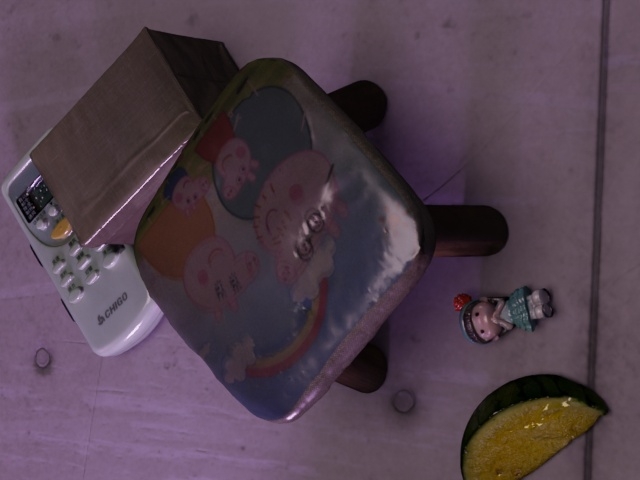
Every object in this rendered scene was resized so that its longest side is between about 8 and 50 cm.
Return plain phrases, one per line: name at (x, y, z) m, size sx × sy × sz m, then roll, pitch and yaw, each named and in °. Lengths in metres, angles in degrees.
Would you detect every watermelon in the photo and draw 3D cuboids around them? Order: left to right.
watermelon at (0.208, 0.193, 1.702) m, size 0.092 × 0.075 × 0.181 m, roll 35°, pitch 118°, yaw -18°

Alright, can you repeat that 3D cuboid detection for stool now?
stool at (0.000, 0.000, 1.728) m, size 0.310 × 0.226 × 0.310 m, roll 50°, pitch 116°, yaw 24°

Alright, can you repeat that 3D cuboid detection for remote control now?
remote control at (-0.301, 0.005, 2.027) m, size 0.140 × 0.056 × 0.296 m, roll -44°, pitch 66°, yaw 27°

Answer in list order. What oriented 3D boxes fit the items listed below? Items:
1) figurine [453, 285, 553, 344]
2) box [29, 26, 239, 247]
figurine at (0.195, 0.075, 1.703) m, size 0.106 × 0.047 × 0.060 m, roll -17°, pitch 93°, yaw 29°
box at (-0.199, -0.116, 1.904) m, size 0.231 × 0.149 × 0.155 m, roll -44°, pitch 67°, yaw 26°
